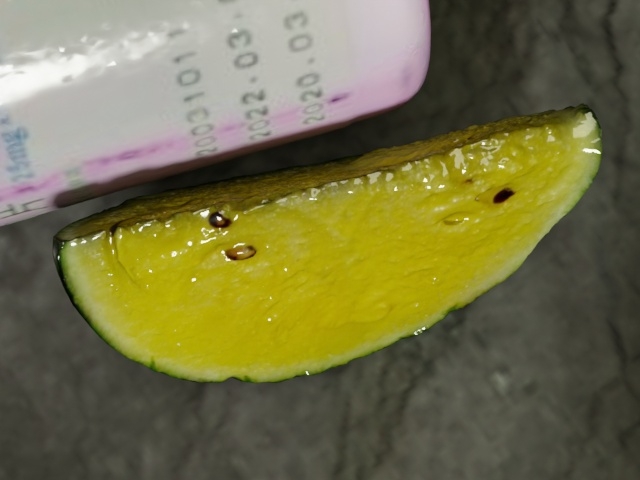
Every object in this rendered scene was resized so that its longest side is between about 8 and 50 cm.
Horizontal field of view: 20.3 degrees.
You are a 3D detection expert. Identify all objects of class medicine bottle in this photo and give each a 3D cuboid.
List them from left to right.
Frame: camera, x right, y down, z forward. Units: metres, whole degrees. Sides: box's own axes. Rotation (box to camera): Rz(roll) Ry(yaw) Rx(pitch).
[{"bbox_3d":[-0.102,-0.082,0.585,0.255,0.152,0.152,-17,81,-4],"label":"medicine bottle"}]

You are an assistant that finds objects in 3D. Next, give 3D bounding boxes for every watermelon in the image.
[{"bbox_3d":[0.001,0.010,0.608,0.181,0.092,0.075,-14,94,-13],"label":"watermelon"}]
